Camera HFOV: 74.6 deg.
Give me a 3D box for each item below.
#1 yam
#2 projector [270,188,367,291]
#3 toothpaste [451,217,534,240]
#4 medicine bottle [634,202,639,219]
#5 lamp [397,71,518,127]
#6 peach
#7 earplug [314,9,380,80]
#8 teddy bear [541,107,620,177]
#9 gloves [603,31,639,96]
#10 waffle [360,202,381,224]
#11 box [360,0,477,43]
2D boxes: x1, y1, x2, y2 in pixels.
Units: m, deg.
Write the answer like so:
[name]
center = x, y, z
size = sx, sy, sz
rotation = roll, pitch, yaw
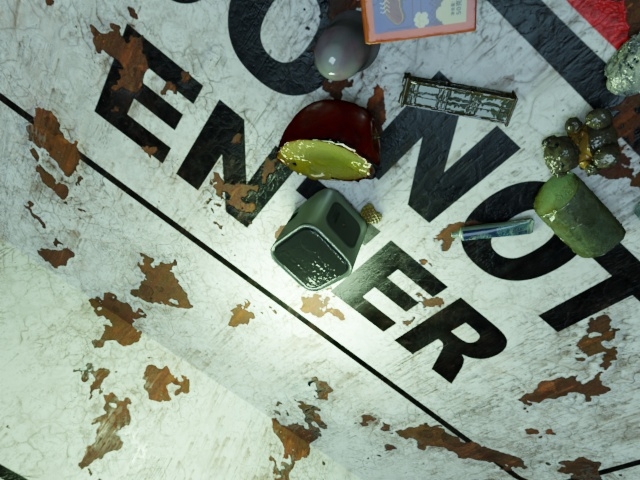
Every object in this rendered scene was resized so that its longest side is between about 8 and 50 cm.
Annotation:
[yam]
center = 0.798, -0.070, 1.302
size = 0.268, 0.161, 0.161
rotation = 40, 125, -14
[projector]
center = 0.000, 0.000, 1.522
size = 0.248, 0.249, 0.248
rotation = 45, 128, -15
[toothpaste]
center = 0.593, -0.034, 1.457
size = 0.268, 0.047, 0.069
rotation = -7, 108, 17
[medicine bottle]
center = 1.086, -0.057, 1.266
size = 0.228, 0.083, 0.121
rotation = 33, 124, -5
[lamp]
center = 0.394, -0.414, 1.227
size = 0.325, 0.090, 0.089
rotation = 13, 125, 6
[peach]
center = 0.028, -0.324, 1.338
size = 0.361, 0.201, 0.258
rotation = 3, 156, 31
[earplug]
center = 0.056, -0.509, 1.130
size = 0.172, 0.301, 0.172
rotation = 8, 125, 12
[teddy bear]
center = 0.744, -0.267, 1.208
size = 0.190, 0.140, 0.177
rotation = -19, 88, 36
[gloves]
center = 0.801, -0.451, 1.078
size = 0.114, 0.070, 0.153
rotation = 38, 139, 20
[waffle]
center = 0.187, -0.094, 1.553
size = 0.085, 0.016, 0.078
rotation = 34, 130, -7
[box]
center = 0.224, -0.670, 0.960
size = 0.256, 0.319, 0.349
rotation = 1, 125, 18
